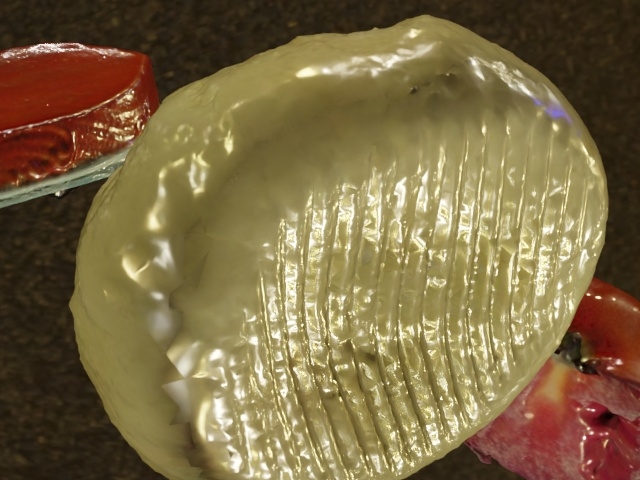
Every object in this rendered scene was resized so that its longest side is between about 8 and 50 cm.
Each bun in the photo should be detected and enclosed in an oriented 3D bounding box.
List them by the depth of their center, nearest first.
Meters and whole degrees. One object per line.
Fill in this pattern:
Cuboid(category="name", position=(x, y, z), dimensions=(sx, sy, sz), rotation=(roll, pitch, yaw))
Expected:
Cuboid(category="bun", position=(0.000, 0.000, 0.530), dimensions=(0.222, 0.127, 0.222), rotation=(-20, 131, -24))

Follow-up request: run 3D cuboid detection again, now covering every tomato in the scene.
Cuboid(category="tomato", position=(0.286, 0.155, 1.659), dimensions=(0.335, 0.289, 0.176), rotation=(24, 51, 8))

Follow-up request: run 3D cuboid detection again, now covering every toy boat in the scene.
Cuboid(category="toy boat", position=(-0.252, -0.062, 1.103), dimensions=(0.332, 0.145, 0.133), rotation=(-23, 133, -42))
